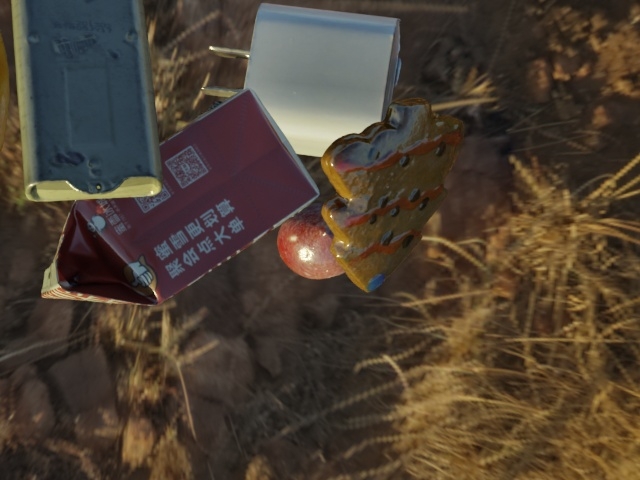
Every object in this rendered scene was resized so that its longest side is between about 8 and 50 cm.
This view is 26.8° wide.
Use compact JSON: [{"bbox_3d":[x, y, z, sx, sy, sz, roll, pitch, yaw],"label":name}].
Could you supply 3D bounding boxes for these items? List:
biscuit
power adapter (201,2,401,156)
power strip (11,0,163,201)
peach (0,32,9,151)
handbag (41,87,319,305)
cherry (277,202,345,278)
[{"bbox_3d":[0.043,-0.025,0.817,0.119,0.019,0.130,-15,128,-39],"label":"biscuit"},{"bbox_3d":[-0.029,-0.212,1.781,0.255,0.124,0.187,8,77,5],"label":"power adapter"},{"bbox_3d":[-0.167,-0.148,0.934,0.092,0.034,0.268,-4,69,-13],"label":"power strip"},{"bbox_3d":[-0.438,-0.133,1.305,0.289,0.289,0.308,-15,73,-7],"label":"peach"},{"bbox_3d":[-0.166,-0.020,1.438,0.298,0.171,0.151,-36,97,-14],"label":"handbag"},{"bbox_3d":[0.000,0.000,1.628,0.107,0.225,0.090,-23,91,-4],"label":"cherry"}]
